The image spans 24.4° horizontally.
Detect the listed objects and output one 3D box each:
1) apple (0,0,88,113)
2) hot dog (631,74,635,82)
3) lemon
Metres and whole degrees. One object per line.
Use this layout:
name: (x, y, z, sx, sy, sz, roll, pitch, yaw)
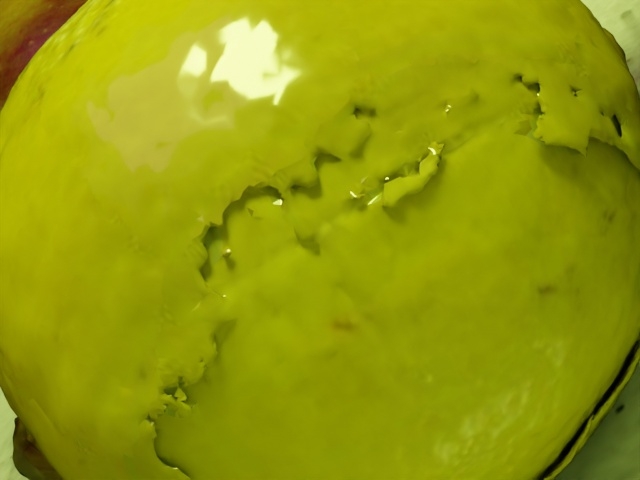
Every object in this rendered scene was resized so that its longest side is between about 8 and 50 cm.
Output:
apple: (-0.123, -0.053, 1.013, 0.317, 0.288, 0.288, -47, 14, 31)
hot dog: (0.123, -0.053, 0.865, 0.144, 0.038, 0.062, -44, 19, -2)
lemon: (0.000, 0.000, 0.632, 0.297, 0.297, 0.297, -38, 19, 15)
